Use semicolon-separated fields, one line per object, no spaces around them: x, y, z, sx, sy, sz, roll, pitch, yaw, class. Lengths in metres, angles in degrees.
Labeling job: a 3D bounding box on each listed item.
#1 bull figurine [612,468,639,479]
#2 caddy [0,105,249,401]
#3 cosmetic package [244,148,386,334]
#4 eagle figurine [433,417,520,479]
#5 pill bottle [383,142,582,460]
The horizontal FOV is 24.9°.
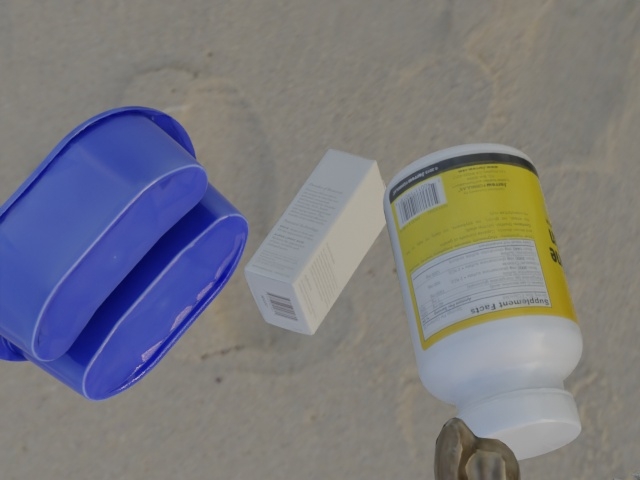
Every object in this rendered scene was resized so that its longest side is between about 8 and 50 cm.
0.397;0.330;1.535;0.188;0.310;0.101;1;108;11;bull figurine
-0.249;0.009;1.636;0.179;0.241;0.341;34;78;36;caddy
0.000;0.000;1.954;0.086;0.231;0.117;16;145;28;cosmetic package
0.162;0.131;0.320;0.298;0.226;0.225;14;85;17;eagle figurine
0.104;0.040;0.904;0.103;0.103;0.184;-25;61;28;pill bottle
